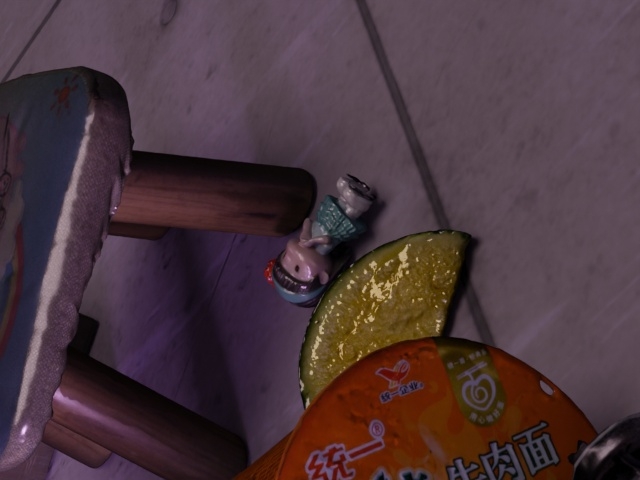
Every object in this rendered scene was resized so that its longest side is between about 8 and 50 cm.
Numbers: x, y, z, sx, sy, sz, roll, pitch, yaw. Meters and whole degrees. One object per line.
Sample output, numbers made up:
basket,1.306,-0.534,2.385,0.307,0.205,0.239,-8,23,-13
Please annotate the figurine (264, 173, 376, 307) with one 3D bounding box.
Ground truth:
figurine,0.000,0.000,1.182,0.106,0.047,0.060,-57,48,14

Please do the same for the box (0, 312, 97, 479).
box,-0.334,0.152,1.493,0.155,0.149,0.231,11,83,57

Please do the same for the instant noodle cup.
instant noodle cup,0.035,0.187,0.889,0.182,0.230,0.230,-32,48,55

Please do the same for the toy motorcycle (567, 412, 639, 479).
toy motorcycle,0.221,0.082,0.722,0.263,0.157,0.091,-56,38,23

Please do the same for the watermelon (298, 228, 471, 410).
watermelon,0.040,0.075,1.098,0.092,0.075,0.181,15,86,13

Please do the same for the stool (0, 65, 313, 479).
stool,-0.186,0.043,1.269,0.310,0.226,0.310,-1,74,56
